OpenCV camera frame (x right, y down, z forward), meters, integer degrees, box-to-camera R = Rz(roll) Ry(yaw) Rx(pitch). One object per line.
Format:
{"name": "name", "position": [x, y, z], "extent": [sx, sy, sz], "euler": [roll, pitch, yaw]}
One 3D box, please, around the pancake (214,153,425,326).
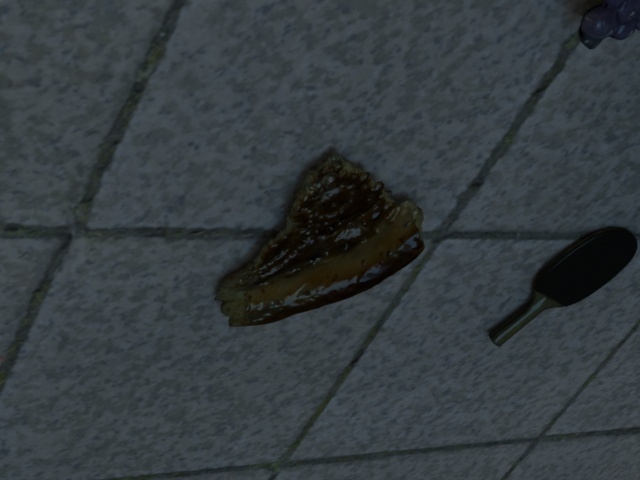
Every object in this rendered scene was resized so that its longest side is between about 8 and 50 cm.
{"name": "pancake", "position": [0.000, 0.000, 1.676], "extent": [0.266, 0.057, 0.244], "euler": [-19, 145, -10]}

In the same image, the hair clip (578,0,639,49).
{"name": "hair clip", "position": [0.350, -0.283, 1.554], "extent": [0.195, 0.052, 0.124], "euler": [-47, 151, 15]}

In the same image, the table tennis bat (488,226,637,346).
{"name": "table tennis bat", "position": [0.336, 0.067, 2.021], "extent": [0.246, 0.022, 0.138], "euler": [-40, 144, 18]}
